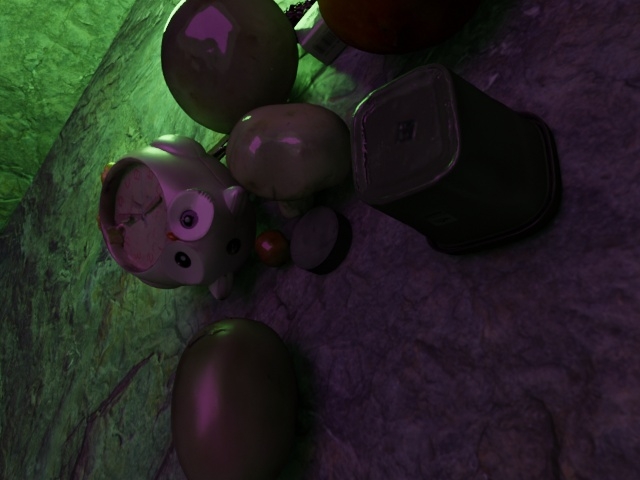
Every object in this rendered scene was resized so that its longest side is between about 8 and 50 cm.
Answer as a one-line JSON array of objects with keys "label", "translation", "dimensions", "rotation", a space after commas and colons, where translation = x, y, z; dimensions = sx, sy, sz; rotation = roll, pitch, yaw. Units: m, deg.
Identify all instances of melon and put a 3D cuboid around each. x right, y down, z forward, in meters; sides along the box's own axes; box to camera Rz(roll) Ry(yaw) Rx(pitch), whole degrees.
[{"label": "melon", "translation": [-0.152, 0.286, 0.951], "dimensions": [0.223, 0.223, 0.316], "rotation": [-24, 56, 38]}]

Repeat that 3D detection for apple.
[{"label": "apple", "translation": [-0.099, 0.016, 1.143], "dimensions": [0.071, 0.084, 0.084], "rotation": [-28, 47, 1]}]

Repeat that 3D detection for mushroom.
[{"label": "mushroom", "translation": [-0.215, -0.451, 1.347], "dimensions": [0.363, 0.295, 0.362], "rotation": [7, 105, 25]}, {"label": "mushroom", "translation": [-0.057, -0.156, 1.100], "dimensions": [0.260, 0.254, 0.234], "rotation": [32, 139, 42]}]

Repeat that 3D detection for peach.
[{"label": "peach", "translation": [0.147, -0.502, 0.965], "dimensions": [0.373, 0.289, 0.372], "rotation": [-9, 46, 10]}]

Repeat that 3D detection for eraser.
[{"label": "eraser", "translation": [0.109, -0.585, 1.202], "dimensions": [0.404, 0.098, 0.096], "rotation": [-42, 45, 25]}]

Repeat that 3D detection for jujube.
[{"label": "jujube", "translation": [-0.040, -0.561, 1.362], "dimensions": [0.166, 0.104, 0.104], "rotation": [-16, 59, 27]}]

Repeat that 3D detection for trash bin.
[{"label": "trash bin", "translation": [0.186, -0.111, 0.767], "dimensions": [0.220, 0.250, 0.219], "rotation": [-22, 63, 39]}]

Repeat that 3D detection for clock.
[{"label": "clock", "translation": [-0.307, -0.050, 1.248], "dimensions": [0.377, 0.251, 0.368], "rotation": [23, 108, 34]}]

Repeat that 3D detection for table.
[{"label": "table", "translation": [0.000, 0.000, 1.069], "dimensions": [0.134, 0.043, 0.133], "rotation": [-23, 56, 39]}]

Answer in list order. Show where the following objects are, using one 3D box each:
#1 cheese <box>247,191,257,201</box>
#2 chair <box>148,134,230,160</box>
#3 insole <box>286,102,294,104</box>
[{"label": "cheese", "translation": [-0.171, -0.183, 1.346], "dimensions": [0.105, 0.042, 0.190], "rotation": [-1, 71, 48]}, {"label": "chair", "translation": [-0.373, -0.222, 1.458], "dimensions": [0.326, 0.183, 0.175], "rotation": [-47, 17, 20]}, {"label": "insole", "translation": [-0.122, -0.329, 1.391], "dimensions": [0.192, 0.010, 0.063], "rotation": [10, 77, 50]}]
